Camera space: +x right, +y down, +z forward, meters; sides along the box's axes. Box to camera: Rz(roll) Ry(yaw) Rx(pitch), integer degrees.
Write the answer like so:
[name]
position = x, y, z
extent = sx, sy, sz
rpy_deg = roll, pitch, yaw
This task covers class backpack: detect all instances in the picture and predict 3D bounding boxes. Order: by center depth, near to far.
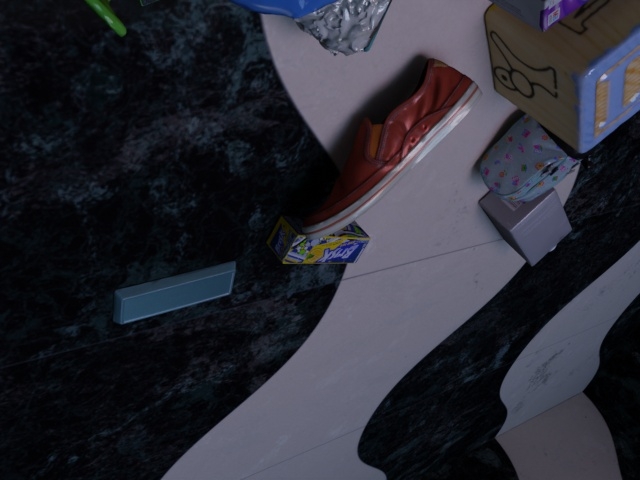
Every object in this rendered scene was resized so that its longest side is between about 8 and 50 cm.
[backpack]
position = 0.384, -0.153, 1.165
extent = 0.115, 0.151, 0.182
rpy_deg = 7, 137, -41

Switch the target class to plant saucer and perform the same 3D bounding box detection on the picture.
[plant saucer]
position = -0.214, 0.080, 0.959
extent = 0.192, 0.018, 0.067
rpy_deg = -15, 139, -33

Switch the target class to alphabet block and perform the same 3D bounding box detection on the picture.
[alphabet block]
position = 0.390, -0.288, 0.952
extent = 0.193, 0.197, 0.192
rpy_deg = -37, 146, -3

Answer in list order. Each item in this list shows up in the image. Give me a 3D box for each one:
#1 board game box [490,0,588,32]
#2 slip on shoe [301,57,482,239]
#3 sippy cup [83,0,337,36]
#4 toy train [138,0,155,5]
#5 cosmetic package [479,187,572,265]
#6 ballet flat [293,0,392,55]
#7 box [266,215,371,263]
[board game box]
position = 0.338, -0.418, 0.803
extent = 0.275, 0.144, 0.142
rpy_deg = -35, 145, -8
[slip on shoe]
position = 0.087, -0.130, 0.935
extent = 0.331, 0.101, 0.123
rpy_deg = -46, -175, 7
[sippy cup]
position = -0.048, -0.285, 0.477
extent = 0.240, 0.224, 0.305
rpy_deg = 6, 126, -28
[toy train]
position = -0.147, -0.256, 0.635
extent = 0.083, 0.023, 0.017
rpy_deg = -28, 144, -15
[cosmetic package]
position = 0.443, -0.049, 1.359
extent = 0.127, 0.107, 0.238
rpy_deg = -44, 148, 5
[ballet flat]
position = 0.077, -0.379, 0.625
extent = 0.147, 0.147, 0.408
rpy_deg = 2, 127, -45
[box]
position = 0.000, 0.000, 1.037
extent = 0.169, 0.054, 0.059
rpy_deg = 2, 127, -44
